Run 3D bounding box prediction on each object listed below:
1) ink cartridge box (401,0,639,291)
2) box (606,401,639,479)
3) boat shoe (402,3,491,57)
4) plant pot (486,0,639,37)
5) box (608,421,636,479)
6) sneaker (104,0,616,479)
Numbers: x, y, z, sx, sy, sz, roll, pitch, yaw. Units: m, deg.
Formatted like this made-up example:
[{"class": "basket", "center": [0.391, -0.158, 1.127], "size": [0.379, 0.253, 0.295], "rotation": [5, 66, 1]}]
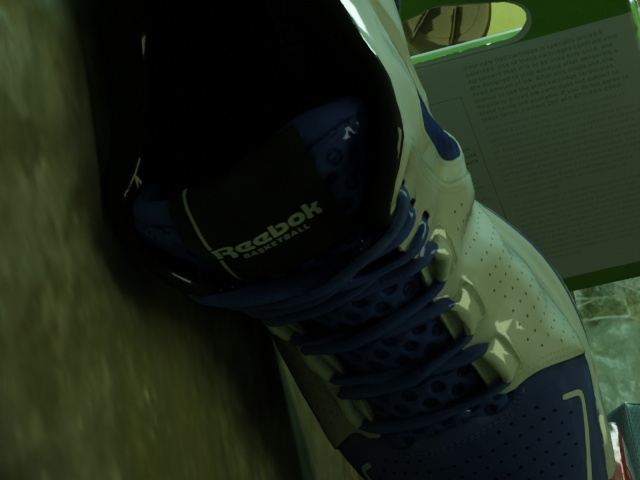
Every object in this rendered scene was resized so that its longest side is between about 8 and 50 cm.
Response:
[{"class": "ink cartridge box", "center": [0.088, -0.077, 0.938], "size": [0.255, 0.189, 0.097], "rotation": [63, 18, -47]}, {"class": "box", "center": [0.191, 0.246, 1.123], "size": [0.183, 0.059, 0.233], "rotation": [130, -41, -50]}, {"class": "boat shoe", "center": [0.026, -0.253, 1.120], "size": [0.098, 0.109, 0.302], "rotation": [-11, -86, 62]}, {"class": "plant pot", "center": [0.158, -0.151, 1.377], "size": [0.187, 0.212, 0.212], "rotation": [-75, 152, -42]}, {"class": "box", "center": [0.125, 0.227, 0.916], "size": [0.257, 0.122, 0.128], "rotation": [-83, 155, -62]}, {"class": "sneaker", "center": [0.000, -0.001, 0.635], "size": [0.182, 0.127, 0.315], "rotation": [-69, 137, -65]}]
